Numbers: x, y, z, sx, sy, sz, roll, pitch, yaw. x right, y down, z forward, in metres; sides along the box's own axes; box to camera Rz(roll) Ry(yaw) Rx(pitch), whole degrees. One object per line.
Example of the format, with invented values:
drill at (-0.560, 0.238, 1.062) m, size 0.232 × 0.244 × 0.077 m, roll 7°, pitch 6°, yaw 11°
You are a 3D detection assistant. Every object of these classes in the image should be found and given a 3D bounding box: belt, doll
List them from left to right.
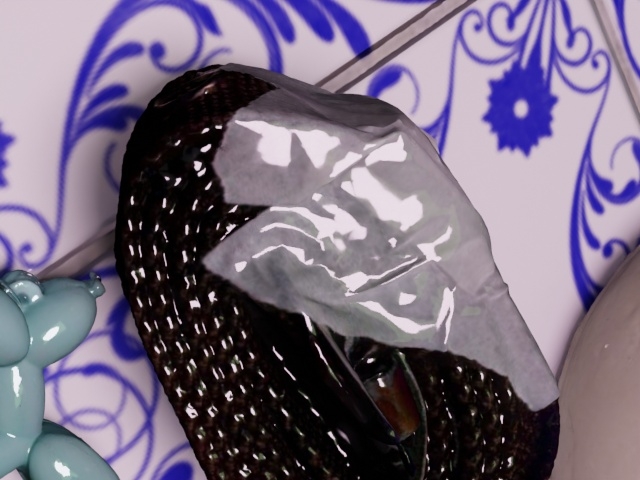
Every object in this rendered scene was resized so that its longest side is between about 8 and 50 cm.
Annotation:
doll at (-0.164, 0.084, 0.612) m, size 0.159 × 0.059 × 0.159 m, roll -30°, pitch 110°, yaw -22°
belt at (0.006, 0.048, 0.629) m, size 0.184 × 0.164 × 0.289 m, roll -29°, pitch 109°, yaw 0°

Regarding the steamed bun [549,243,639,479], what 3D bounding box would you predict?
steamed bun at (0.342, 0.148, 0.814) m, size 0.374 × 0.241 × 0.375 m, roll -4°, pitch 99°, yaw -27°
